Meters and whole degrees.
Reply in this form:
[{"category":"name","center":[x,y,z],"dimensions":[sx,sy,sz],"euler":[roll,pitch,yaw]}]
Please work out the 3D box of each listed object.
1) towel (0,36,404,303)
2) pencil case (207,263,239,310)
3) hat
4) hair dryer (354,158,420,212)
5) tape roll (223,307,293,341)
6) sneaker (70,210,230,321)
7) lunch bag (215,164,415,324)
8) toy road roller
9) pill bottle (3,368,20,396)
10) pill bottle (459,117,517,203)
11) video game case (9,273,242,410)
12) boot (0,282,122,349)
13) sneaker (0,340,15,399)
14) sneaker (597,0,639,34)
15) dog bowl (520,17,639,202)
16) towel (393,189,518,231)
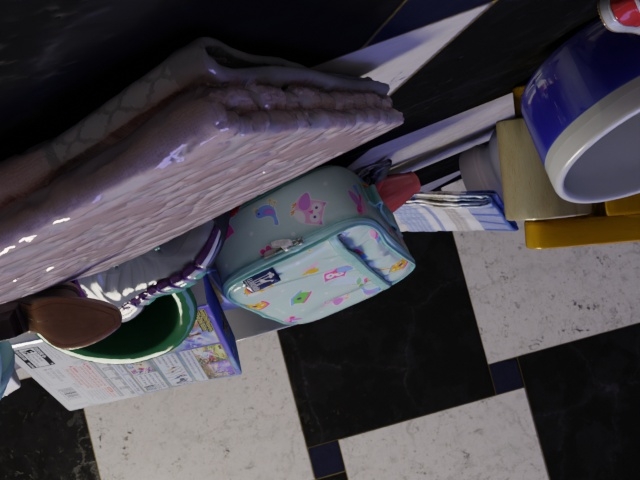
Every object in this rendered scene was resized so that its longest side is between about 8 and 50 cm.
[{"category":"towel","center":[-0.127,-0.027,0.624],"dimensions":[0.316,0.053,0.332],"euler":[-25,178,19]},{"category":"pencil case","center":[-0.229,0.080,1.344],"dimensions":[0.273,0.114,0.124],"euler":[-24,179,24]},{"category":"hat","center":[-0.215,0.016,1.076],"dimensions":[0.173,0.184,0.208],"euler":[-37,128,27]},{"category":"hair dryer","center":[0.068,-0.059,1.519],"dimensions":[0.223,0.080,0.293],"euler":[-24,178,33]},{"category":"tape roll","center":[-0.105,0.113,1.559],"dimensions":[0.219,0.072,0.219],"euler":[-16,178,-1]},{"category":"sneaker","center":[-0.168,0.011,0.857],"dimensions":[0.098,0.083,0.223],"euler":[10,145,-39]},{"category":"lunch bag","center":[-0.003,0.014,1.268],"dimensions":[0.224,0.108,0.279],"euler":[-23,159,14]},{"category":"toy road roller","center":[0.396,-0.107,1.278],"dimensions":[0.329,0.203,0.240],"euler":[-5,-177,8]},{"category":"pill bottle","center":[-0.535,0.223,1.370],"dimensions":[0.215,0.117,0.117],"euler":[-29,179,-11]},{"category":"pill bottle","center":[0.393,-0.150,1.711],"dimensions":[0.278,0.162,0.162],"euler":[-25,177,29]},{"category":"video game case","center":[-0.240,0.127,1.236],"dimensions":[0.244,0.061,0.269],"euler":[-11,155,-1]},{"category":"boot","center":[-0.205,0.053,0.772],"dimensions":[0.118,0.042,0.087],"euler":[-4,-166,4]},{"category":"sneaker","center":[-0.326,0.084,0.762],"dimensions":[0.150,0.135,0.366],"euler":[-54,180,-14]},{"category":"sneaker","center":[0.294,-0.207,0.844],"dimensions":[0.067,0.042,0.118],"euler":[-21,178,44]},{"category":"dog bowl","center":[0.347,-0.147,1.019],"dimensions":[0.264,0.104,0.265],"euler":[-18,159,-7]},{"category":"towel","center":[0.187,-0.044,1.722],"dimensions":[0.284,0.034,0.209],"euler":[0,165,22]}]
